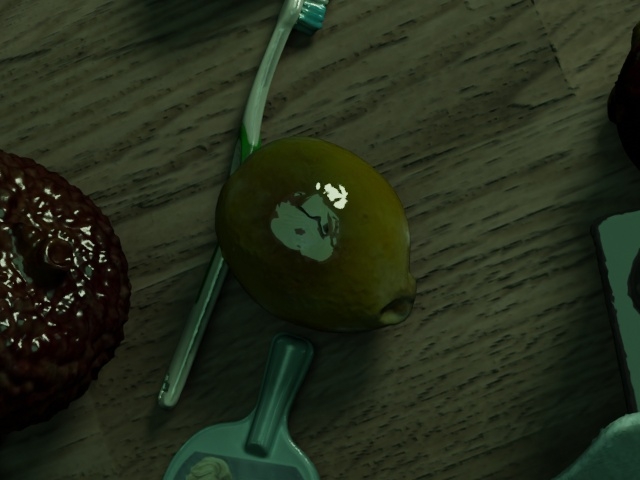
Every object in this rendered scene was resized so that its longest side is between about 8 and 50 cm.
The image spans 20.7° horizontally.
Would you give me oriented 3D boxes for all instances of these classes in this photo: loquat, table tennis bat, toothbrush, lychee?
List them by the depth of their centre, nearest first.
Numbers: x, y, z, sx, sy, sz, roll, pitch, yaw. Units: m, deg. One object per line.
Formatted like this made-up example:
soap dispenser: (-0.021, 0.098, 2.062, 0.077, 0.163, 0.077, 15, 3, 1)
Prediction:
loquat: (0.000, 0.000, 1.479, 0.195, 0.152, 0.152, 44, 93, 19)
lychee: (-0.295, 0.045, 1.486, 0.260, 0.260, 0.261, -1, 84, 11)
table tennis bat: (-0.057, 0.195, 1.525, 0.149, 0.038, 0.237, 19, 91, 13)
toothbrush: (-0.073, -0.049, 1.548, 0.040, 0.042, 0.418, 22, 87, -18)

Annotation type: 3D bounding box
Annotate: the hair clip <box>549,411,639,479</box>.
hair clip: (0.190, 0.374, 1.285, 0.318, 0.238, 0.392, -18, 117, 19)

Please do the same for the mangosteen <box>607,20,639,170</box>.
mangosteen: (0.313, -0.114, 1.421, 0.172, 0.184, 0.173, -2, 98, -17)

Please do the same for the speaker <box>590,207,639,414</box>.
speaker: (0.362, 0.080, 1.378, 0.253, 0.184, 0.232, -11, 82, 12)
